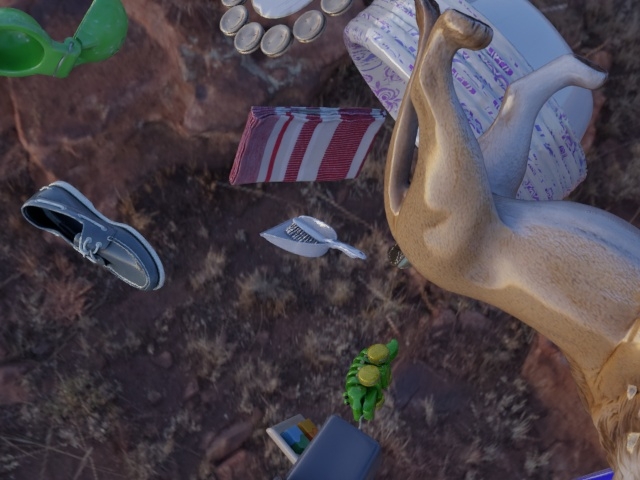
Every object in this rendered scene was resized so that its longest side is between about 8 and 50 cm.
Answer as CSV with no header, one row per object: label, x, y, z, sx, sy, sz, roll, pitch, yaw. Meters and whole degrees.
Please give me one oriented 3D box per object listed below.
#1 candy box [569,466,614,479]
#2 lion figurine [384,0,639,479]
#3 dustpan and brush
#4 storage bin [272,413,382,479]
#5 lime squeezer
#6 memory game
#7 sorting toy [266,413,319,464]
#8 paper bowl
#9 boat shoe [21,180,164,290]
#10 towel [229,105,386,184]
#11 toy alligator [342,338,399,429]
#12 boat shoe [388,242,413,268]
candy box,0.587,0.445,1.378,0.317,0.268,0.122,-7,68,-24
lion figurine,0.169,0.021,0.529,0.392,0.240,0.142,39,29,21
dustpan and brush,0.000,0.000,1.610,0.211,0.060,0.147,34,32,19
storage bin,0.018,0.226,0.735,0.098,0.135,0.091,30,73,16
lime squeezer,-0.200,-0.162,0.529,0.310,0.059,0.110,-40,110,-42
memory game,-0.031,-0.274,0.834,0.186,0.012,0.186,-14,61,26
sorting toy,-0.007,0.433,1.570,0.038,0.208,0.193,-45,75,8
paper bowl,0.166,-0.156,0.812,0.148,0.284,0.284,-40,70,3
boat shoe,-0.441,0.005,1.505,0.319,0.116,0.099,37,37,14
towel,-0.029,-0.211,1.791,0.329,0.237,0.037,-4,56,-23
toy alligator,0.052,0.191,0.995,0.051,0.056,0.190,5,39,22
boat shoe,0.230,-0.009,1.697,0.072,0.190,0.068,21,38,-34
